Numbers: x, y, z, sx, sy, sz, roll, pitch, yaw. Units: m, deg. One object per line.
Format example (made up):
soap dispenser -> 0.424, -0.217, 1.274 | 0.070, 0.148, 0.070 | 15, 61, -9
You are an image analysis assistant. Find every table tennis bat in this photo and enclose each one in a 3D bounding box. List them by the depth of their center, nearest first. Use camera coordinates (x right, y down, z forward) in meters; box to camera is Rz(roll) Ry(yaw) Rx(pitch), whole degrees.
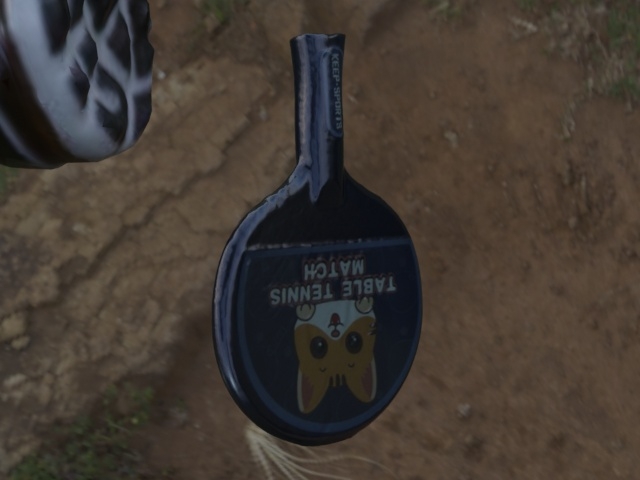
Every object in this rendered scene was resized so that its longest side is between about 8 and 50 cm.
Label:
table tennis bat -> 0.000, 0.000, 0.775 | 0.027, 0.150, 0.236 | 5, 97, 51

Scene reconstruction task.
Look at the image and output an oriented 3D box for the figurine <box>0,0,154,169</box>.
figurine -> -0.164, -0.179, 0.334 | 0.196, 0.323, 0.320 | -27, 36, -19
